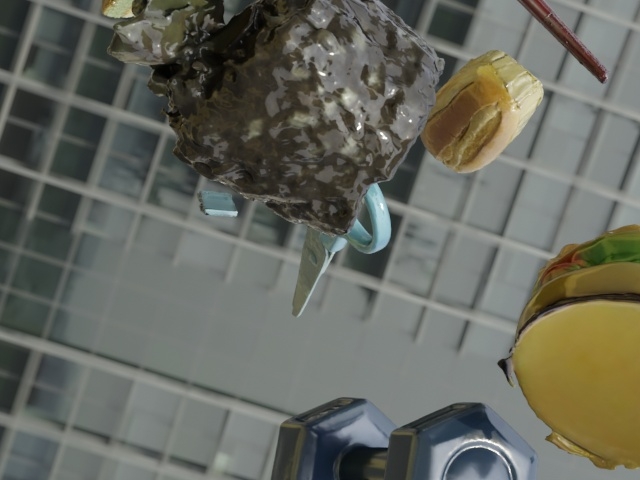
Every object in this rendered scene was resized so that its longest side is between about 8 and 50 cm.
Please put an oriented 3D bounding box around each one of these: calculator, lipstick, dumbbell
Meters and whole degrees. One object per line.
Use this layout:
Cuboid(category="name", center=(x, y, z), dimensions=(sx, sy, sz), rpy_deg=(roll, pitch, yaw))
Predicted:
Cuboid(category="calculator", center=(-0.159, -0.055, 2.483), dimensions=(0.172, 0.057, 0.018), rpy_deg=(-127, -140, -78))
Cuboid(category="lipstick", center=(0.309, -0.269, 2.096), dimensions=(0.027, 0.176, 0.027), rpy_deg=(-41, 171, -8))
Cuboid(category="dumbbell", center=(0.075, 0.235, 1.629), dimensions=(0.143, 0.156, 0.316), rpy_deg=(-52, -161, -20))

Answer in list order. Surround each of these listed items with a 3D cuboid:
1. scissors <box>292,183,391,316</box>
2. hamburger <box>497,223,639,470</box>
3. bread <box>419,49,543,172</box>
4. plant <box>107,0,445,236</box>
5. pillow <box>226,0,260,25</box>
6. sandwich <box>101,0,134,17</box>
Cuboid(category="scissors", center=(0.000, 0.000, 2.080), dimensions=(0.192, 0.029, 0.447), rpy_deg=(58, -22, 19))
Cuboid(category="hamburger", center=(0.287, 0.082, 1.411), dimensions=(0.149, 0.237, 0.237), rpy_deg=(-59, 177, -44))
Cuboid(category="bread", center=(0.242, -0.195, 2.537), dimensions=(0.106, 0.140, 0.236), rpy_deg=(-42, 175, -31))
Cuboid(category="plant", center=(-0.059, -0.164, 1.494), dimensions=(0.213, 0.312, 0.215), rpy_deg=(-54, -166, 30))
Cuboid(category="pillow", center=(-0.048, -0.220, 1.798), dimensions=(0.236, 0.084, 0.223), rpy_deg=(-21, -150, 35))
Cuboid(category="sandwich", center=(-0.225, -0.403, 2.129), dimensions=(0.144, 0.117, 0.187), rpy_deg=(-26, -108, 39))
